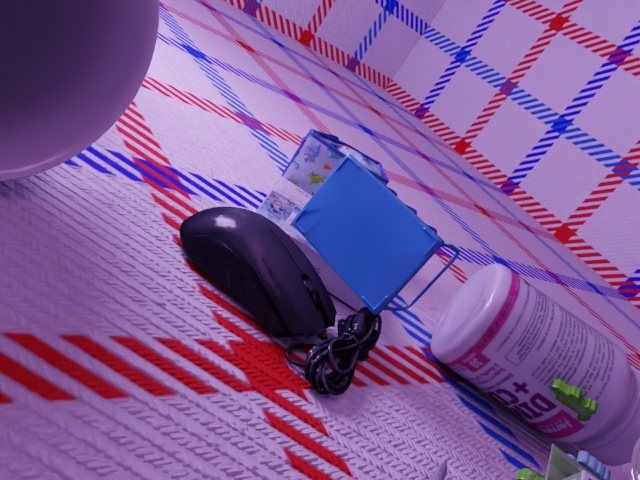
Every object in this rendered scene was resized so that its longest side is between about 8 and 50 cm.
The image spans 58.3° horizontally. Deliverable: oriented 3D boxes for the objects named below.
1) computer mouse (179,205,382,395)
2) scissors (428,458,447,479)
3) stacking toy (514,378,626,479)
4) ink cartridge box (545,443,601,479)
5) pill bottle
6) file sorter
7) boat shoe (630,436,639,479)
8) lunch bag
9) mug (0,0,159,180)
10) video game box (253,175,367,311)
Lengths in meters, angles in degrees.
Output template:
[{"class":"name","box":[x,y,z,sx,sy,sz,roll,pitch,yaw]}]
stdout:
[{"class":"computer mouse","box":[-0.042,0.040,0.665,0.272,0.072,0.188,39,23,9]},{"class":"scissors","box":[0.060,0.243,0.461,0.109,0.021,0.297,34,23,2]},{"class":"stacking toy","box":[0.323,0.284,0.638,0.221,0.052,0.167,41,43,9]},{"class":"ink cartridge box","box":[0.255,0.285,0.512,0.109,0.062,0.209,36,43,3]},{"class":"pill bottle","box":[0.311,0.172,0.790,0.283,0.160,0.160,35,21,-1]},{"class":"file sorter","box":[0.073,-0.005,0.738,0.170,0.118,0.104,47,16,27]},{"class":"boat shoe","box":[0.374,0.296,0.590,0.206,0.075,0.064,-77,147,-51]},{"class":"lunch bag","box":[0.014,-0.100,0.959,0.151,0.128,0.096,25,24,-21]},{"class":"mug","box":[-0.339,-0.258,0.569,0.328,0.276,0.374,36,22,22]},{"class":"video game box","box":[0.000,0.000,0.843,0.205,0.048,0.187,33,20,-5]}]
